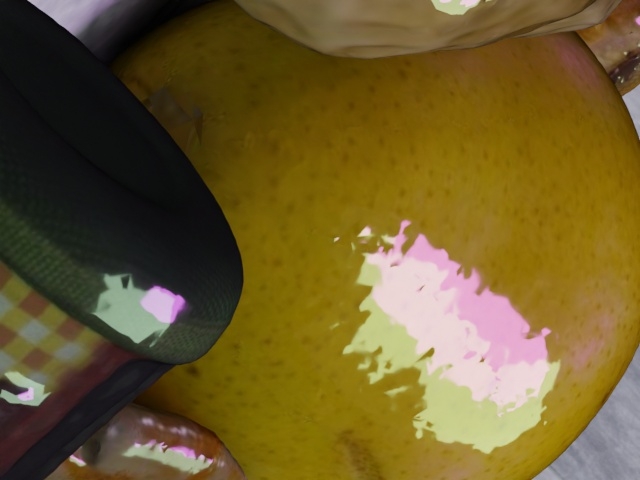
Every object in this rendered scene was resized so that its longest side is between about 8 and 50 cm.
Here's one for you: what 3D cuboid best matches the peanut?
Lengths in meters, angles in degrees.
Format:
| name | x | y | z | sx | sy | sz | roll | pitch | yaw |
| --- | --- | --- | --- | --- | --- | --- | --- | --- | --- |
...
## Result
| name | x | y | z | sx | sy | sz | roll | pitch | yaw |
| --- | --- | --- | --- | --- | --- | --- | --- | --- | --- |
| peanut | 0.057 | -0.133 | 0.732 | 0.147 | 0.147 | 0.305 | -44 | 178 | 20 |

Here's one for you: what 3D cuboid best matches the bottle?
| name | x | y | z | sx | sy | sz | roll | pitch | yaw |
| --- | --- | --- | --- | --- | --- | --- | --- | --- | --- |
| bottle | -0.156 | 0.057 | 0.517 | 0.271 | 0.156 | 0.143 | -44 | -149 | 12 |

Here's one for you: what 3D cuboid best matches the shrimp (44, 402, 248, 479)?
| name | x | y | z | sx | sy | sz | roll | pitch | yaw |
| --- | --- | --- | --- | --- | --- | --- | --- | --- | --- |
| shrimp | -0.159 | 0.106 | 0.869 | 0.294 | 0.154 | 0.062 | -6 | -113 | 38 |

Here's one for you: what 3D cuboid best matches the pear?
| name | x | y | z | sx | sy | sz | roll | pitch | yaw |
| --- | --- | --- | --- | --- | --- | --- | --- | --- | --- |
| pear | 0.007 | -0.011 | 0.913 | 0.285 | 0.285 | 0.336 | -43 | 138 | -9 |

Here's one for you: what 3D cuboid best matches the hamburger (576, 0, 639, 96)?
| name | x | y | z | sx | sy | sz | roll | pitch | yaw |
| --- | --- | --- | --- | --- | --- | --- | --- | --- | --- |
| hamburger | 0.213 | -0.212 | 1.438 | 0.304 | 0.174 | 0.284 | -42 | 179 | -42 |
